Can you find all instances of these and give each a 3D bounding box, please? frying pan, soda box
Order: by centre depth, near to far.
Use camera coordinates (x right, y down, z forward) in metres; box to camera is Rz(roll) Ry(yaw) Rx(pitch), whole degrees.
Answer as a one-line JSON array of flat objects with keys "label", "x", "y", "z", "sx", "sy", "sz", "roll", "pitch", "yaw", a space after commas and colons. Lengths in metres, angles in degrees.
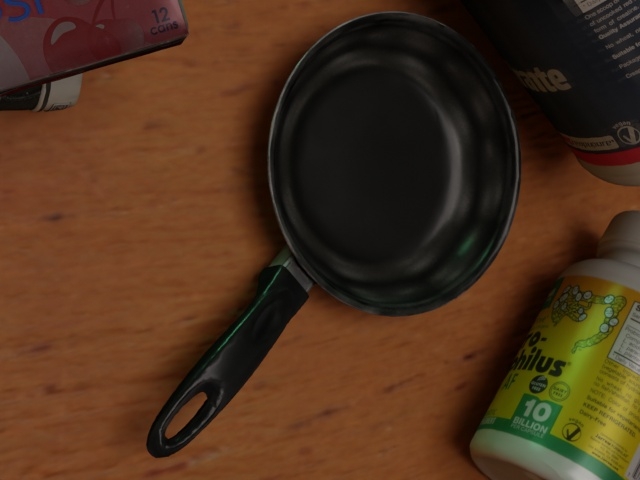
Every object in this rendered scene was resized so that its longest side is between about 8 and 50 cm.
[{"label": "soda box", "x": -0.199, "y": -0.098, "z": 0.556, "sx": 0.263, "sy": 0.092, "sz": 0.083, "roll": -17, "pitch": 100, "yaw": -7}, {"label": "frying pan", "x": 0.024, "y": 0.010, "z": 0.762, "sx": 0.197, "sy": 0.053, "sz": 0.326, "roll": 27, "pitch": 79, "yaw": -28}]

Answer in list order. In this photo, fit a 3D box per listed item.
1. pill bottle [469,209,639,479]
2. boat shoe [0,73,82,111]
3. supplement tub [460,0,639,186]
[{"label": "pill bottle", "x": 0.201, "y": 0.087, "z": 0.827, "sx": 0.117, "sy": 0.117, "sz": 0.208, "roll": 39, "pitch": 72, "yaw": -25}, {"label": "boat shoe", "x": -0.170, "y": -0.179, "z": 0.630, "sx": 0.070, "sy": 0.078, "sz": 0.219, "roll": -5, "pitch": 95, "yaw": -32}, {"label": "supplement tub", "x": 0.189, "y": -0.188, "z": 0.777, "sx": 0.272, "sy": 0.191, "sz": 0.191, "roll": 49, "pitch": 68, "yaw": -21}]
